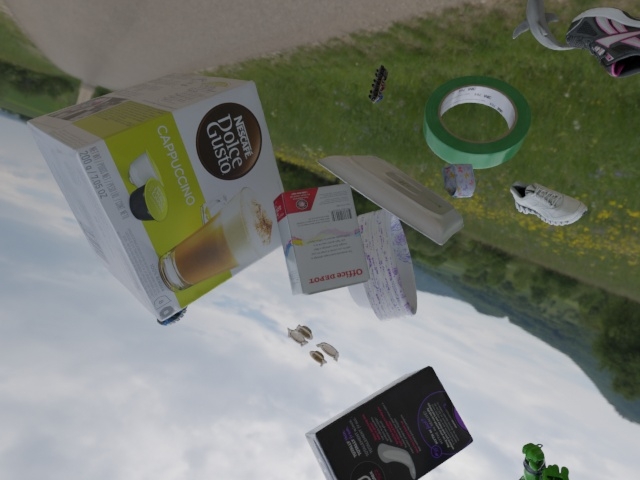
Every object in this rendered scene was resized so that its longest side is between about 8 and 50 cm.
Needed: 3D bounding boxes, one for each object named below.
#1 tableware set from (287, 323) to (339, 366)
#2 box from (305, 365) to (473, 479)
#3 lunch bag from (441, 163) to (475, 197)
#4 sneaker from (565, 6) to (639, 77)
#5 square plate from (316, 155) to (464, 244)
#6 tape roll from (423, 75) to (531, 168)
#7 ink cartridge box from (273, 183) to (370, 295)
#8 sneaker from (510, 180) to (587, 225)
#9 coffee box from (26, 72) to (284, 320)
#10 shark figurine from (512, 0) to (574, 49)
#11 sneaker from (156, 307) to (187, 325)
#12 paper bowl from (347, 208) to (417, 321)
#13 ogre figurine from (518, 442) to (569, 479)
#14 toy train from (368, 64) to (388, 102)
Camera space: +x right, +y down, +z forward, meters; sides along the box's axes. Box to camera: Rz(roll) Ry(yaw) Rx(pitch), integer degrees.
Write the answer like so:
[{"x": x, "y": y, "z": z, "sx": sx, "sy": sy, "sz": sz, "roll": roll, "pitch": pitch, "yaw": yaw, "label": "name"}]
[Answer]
[{"x": -0.024, "y": 0.294, "z": 1.339, "sx": 0.168, "sy": 0.020, "sz": 0.141, "roll": 39, "pitch": 147, "yaw": 4, "label": "tableware set"}, {"x": 0.129, "y": 0.389, "z": 0.937, "sx": 0.270, "sy": 0.165, "sz": 0.143, "roll": -23, "pitch": 164, "yaw": -19, "label": "box"}, {"x": 0.352, "y": -0.150, "z": 1.212, "sx": 0.071, "sy": 0.084, "sz": 0.053, "roll": -6, "pitch": 173, "yaw": -28, "label": "lunch bag"}, {"x": 0.413, "y": -0.270, "z": 0.663, "sx": 0.071, "sy": 0.077, "sz": 0.178, "roll": 27, "pitch": -169, "yaw": -32, "label": "sneaker"}, {"x": 0.200, "y": -0.125, "z": 1.194, "sx": 0.343, "sy": 0.049, "sz": 0.347, "roll": 36, "pitch": -158, "yaw": 16, "label": "square plate"}, {"x": 0.488, "y": -0.378, "z": 1.501, "sx": 0.320, "sy": 0.322, "sz": 0.077, "roll": 21, "pitch": 157, "yaw": 15, "label": "tape roll"}, {"x": 0.000, "y": 0.000, "z": 0.827, "sx": 0.127, "sy": 0.175, "sz": 0.072, "roll": -10, "pitch": 175, "yaw": -21, "label": "ink cartridge box"}, {"x": 0.789, "y": -0.138, "z": 1.674, "sx": 0.118, "sy": 0.110, "sz": 0.292, "roll": 45, "pitch": 173, "yaw": -29, "label": "sneaker"}, {"x": -0.304, "y": -0.117, "z": 0.955, "sx": 0.334, "sy": 0.338, "sz": 0.338, "roll": -33, "pitch": -144, "yaw": -29, "label": "coffee box"}, {"x": 0.769, "y": -0.692, "z": 1.586, "sx": 0.278, "sy": 0.166, "sz": 0.116, "roll": 37, "pitch": -152, "yaw": -10, "label": "shark figurine"}, {"x": -0.452, "y": 0.188, "z": 1.521, "sx": 0.071, "sy": 0.191, "sz": 0.082, "roll": 45, "pitch": 165, "yaw": -25, "label": "sneaker"}, {"x": 0.148, "y": 0.068, "z": 1.233, "sx": 0.147, "sy": 0.285, "sz": 0.284, "roll": -14, "pitch": 174, "yaw": 17, "label": "paper bowl"}, {"x": 0.354, "y": 0.410, "z": 0.704, "sx": 0.197, "sy": 0.096, "sz": 0.118, "roll": 42, "pitch": 154, "yaw": 25, "label": "ogre figurine"}, {"x": 0.160, "y": -0.423, "z": 1.292, "sx": 0.036, "sy": 0.159, "sz": 0.027, "roll": 34, "pitch": 139, "yaw": -20, "label": "toy train"}]
